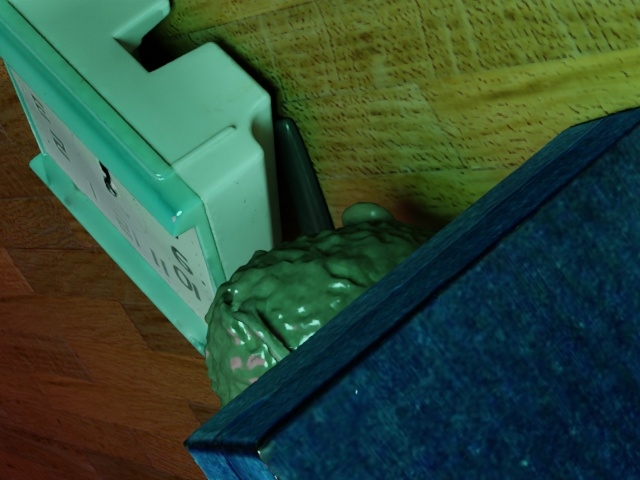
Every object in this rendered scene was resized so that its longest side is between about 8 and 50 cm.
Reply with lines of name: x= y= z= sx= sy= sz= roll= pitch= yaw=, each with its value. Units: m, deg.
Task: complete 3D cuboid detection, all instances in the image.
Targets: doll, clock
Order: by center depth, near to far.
doll: x=0.081 y=0.136 z=1.072 sx=0.349 sy=0.247 sz=0.247 roll=46 pitch=157 yaw=4
clock: x=-0.121 y=-0.064 z=1.288 sx=0.262 sy=0.116 sz=0.231 roll=46 pitch=162 yaw=28

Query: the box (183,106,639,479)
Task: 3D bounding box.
box: x=0.124 y=0.117 z=0.878 sx=0.261 sy=0.279 sz=0.116 roll=55 pitch=159 yaw=-8

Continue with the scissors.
scissors: x=0.000 y=0.000 z=1.278 sx=0.088 sy=0.017 sz=0.220 roll=33 pitch=151 yaw=44
